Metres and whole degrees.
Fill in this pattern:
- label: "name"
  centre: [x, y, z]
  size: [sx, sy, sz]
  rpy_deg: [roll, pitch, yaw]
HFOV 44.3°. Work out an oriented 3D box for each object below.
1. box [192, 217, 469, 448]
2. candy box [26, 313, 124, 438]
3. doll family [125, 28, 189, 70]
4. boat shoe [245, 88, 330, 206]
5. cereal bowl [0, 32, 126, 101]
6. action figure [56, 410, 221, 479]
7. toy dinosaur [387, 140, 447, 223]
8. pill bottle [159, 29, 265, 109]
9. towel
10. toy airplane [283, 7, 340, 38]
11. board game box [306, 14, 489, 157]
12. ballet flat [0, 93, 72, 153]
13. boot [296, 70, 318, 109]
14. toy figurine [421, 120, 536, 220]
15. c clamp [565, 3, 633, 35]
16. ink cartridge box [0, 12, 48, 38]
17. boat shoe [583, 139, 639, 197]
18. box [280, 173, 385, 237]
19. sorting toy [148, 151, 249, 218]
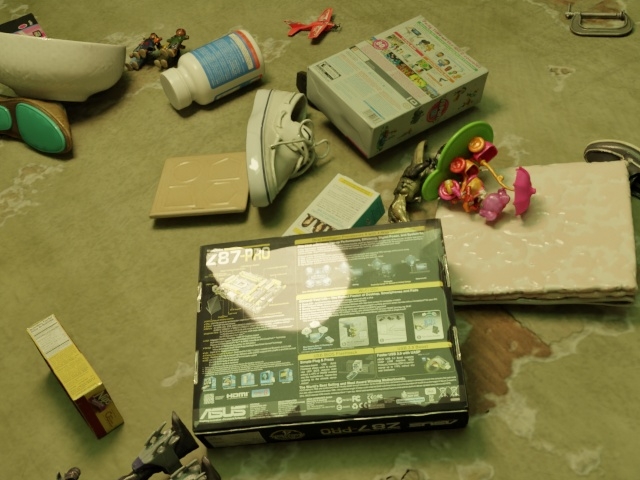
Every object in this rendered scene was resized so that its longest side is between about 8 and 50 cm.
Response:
- label: "box"
  centre: [0.008, 0.138, 1.198]
  size: [0.395, 0.097, 0.318]
  rpy_deg: [-7, 61, 5]
- label: "candy box"
  centre: [-0.388, 0.213, 1.238]
  size: [0.053, 0.109, 0.187]
  rpy_deg: [-32, 47, -21]
- label: "doll family"
  centre: [-0.409, -0.483, 1.973]
  size: [0.193, 0.076, 0.111]
  rpy_deg: [4, 51, 19]
- label: "boat shoe"
  centre: [-0.060, -0.195, 1.585]
  size: [0.156, 0.136, 0.367]
  rpy_deg: [-3, 35, 4]
- label: "cereal bowl"
  centre: [-0.628, -0.404, 1.836]
  size: [0.339, 0.141, 0.339]
  rpy_deg: [6, 11, -1]
- label: "action figure"
  centre: [-0.283, 0.368, 1.071]
  size: [0.285, 0.099, 0.185]
  rpy_deg: [-35, 58, -17]
- label: "toy dinosaur"
  centre: [0.193, -0.133, 1.479]
  size: [0.118, 0.064, 0.268]
  rpy_deg: [-34, 23, 46]
- label: "pill bottle"
  centre: [-0.250, -0.388, 1.807]
  size: [0.221, 0.124, 0.124]
  rpy_deg: [-30, 47, -19]
- label: "towel"
  centre: [0.361, -0.017, 1.345]
  size: [0.332, 0.053, 0.317]
  rpy_deg: [-2, 46, 18]
- label: "toy airplane"
  centre: [-0.022, -0.542, 1.987]
  size: [0.151, 0.028, 0.151]
  rpy_deg: [-6, 43, 5]
- label: "board game box"
  centre: [0.157, -0.323, 1.624]
  size: [0.303, 0.097, 0.224]
  rpy_deg: [-29, 59, -21]
- label: "ballet flat"
  centre: [-0.669, -0.283, 1.813]
  size: [0.342, 0.116, 0.124]
  rpy_deg: [13, 30, 27]
- label: "boot"
  centre: [0.057, -0.339, 1.745]
  size: [0.198, 0.077, 0.137]
  rpy_deg: [35, 55, 21]
- label: "toy figurine"
  centre: [0.285, -0.094, 1.349]
  size: [0.173, 0.130, 0.159]
  rpy_deg: [-46, 54, 4]
- label: "c clamp"
  centre: [0.650, -0.520, 1.838]
  size: [0.161, 0.022, 0.137]
  rpy_deg: [11, 48, 21]
- label: "ink cartridge box"
  centre: [-0.908, -0.482, 2.080]
  size: [0.371, 0.069, 0.176]
  rpy_deg: [-28, 47, -14]
- label: "boat shoe"
  centre: [0.562, -0.119, 1.414]
  size: [0.206, 0.075, 0.065]
  rpy_deg: [31, 54, 29]
- label: "box"
  centre: [0.000, 0.000, 1.377]
  size: [0.100, 0.060, 0.244]
  rpy_deg: [30, 69, 32]
- label: "sorting toy"
  centre: [-0.234, -0.109, 1.591]
  size: [0.193, 0.038, 0.208]
  rpy_deg: [-4, 40, 7]
